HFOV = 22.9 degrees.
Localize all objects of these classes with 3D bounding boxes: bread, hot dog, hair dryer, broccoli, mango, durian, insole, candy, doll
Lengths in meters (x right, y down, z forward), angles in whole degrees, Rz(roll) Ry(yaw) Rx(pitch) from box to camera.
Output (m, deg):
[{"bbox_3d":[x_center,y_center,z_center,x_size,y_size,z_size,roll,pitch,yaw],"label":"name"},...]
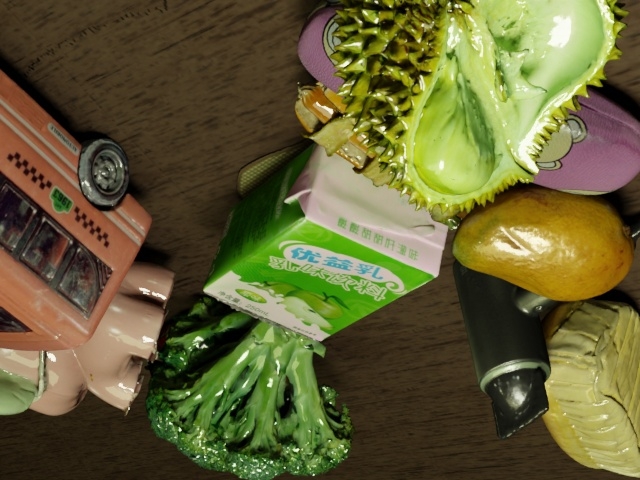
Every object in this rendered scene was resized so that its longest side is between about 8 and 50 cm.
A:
[{"bbox_3d":[0.296,0.154,1.687,0.106,0.140,0.236,7,147,32],"label":"bread"},{"bbox_3d":[0.089,-0.079,1.483,0.269,0.072,0.109,32,153,-19],"label":"hot dog"},{"bbox_3d":[0.240,0.058,1.542,0.078,0.195,0.248,18,137,-35],"label":"hair dryer"},{"bbox_3d":[-0.066,0.166,1.904,0.269,0.254,0.269,0,128,0],"label":"broccoli"},{"bbox_3d":[0.209,-0.003,1.454,0.165,0.089,0.115,21,123,-15],"label":"mango"},{"bbox_3d":[0.109,-0.150,1.195,0.200,0.237,0.176,1,-147,-38],"label":"durian"},{"bbox_3d":[-0.018,-0.072,1.638,0.086,0.005,0.253,30,151,-19],"label":"insole"},{"bbox_3d":[-0.188,0.130,2.082,0.043,0.045,0.175,17,156,-22],"label":"candy"},{"bbox_3d":[-0.331,0.095,1.894,0.268,0.284,0.216,18,132,-10],"label":"doll"}]

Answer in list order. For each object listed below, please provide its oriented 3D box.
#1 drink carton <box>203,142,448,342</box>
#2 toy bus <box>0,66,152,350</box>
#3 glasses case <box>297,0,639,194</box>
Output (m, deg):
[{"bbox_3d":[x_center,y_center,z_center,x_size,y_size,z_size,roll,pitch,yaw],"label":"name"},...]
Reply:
[{"bbox_3d":[0.000,0.000,1.637,0.161,0.108,0.271,24,152,-19],"label":"drink carton"},{"bbox_3d":[-0.391,-0.068,1.658,0.203,0.233,0.427,-3,145,39],"label":"toy bus"},{"bbox_3d":[0.131,-0.123,1.362,0.316,0.075,0.123,23,157,-7],"label":"glasses case"}]
